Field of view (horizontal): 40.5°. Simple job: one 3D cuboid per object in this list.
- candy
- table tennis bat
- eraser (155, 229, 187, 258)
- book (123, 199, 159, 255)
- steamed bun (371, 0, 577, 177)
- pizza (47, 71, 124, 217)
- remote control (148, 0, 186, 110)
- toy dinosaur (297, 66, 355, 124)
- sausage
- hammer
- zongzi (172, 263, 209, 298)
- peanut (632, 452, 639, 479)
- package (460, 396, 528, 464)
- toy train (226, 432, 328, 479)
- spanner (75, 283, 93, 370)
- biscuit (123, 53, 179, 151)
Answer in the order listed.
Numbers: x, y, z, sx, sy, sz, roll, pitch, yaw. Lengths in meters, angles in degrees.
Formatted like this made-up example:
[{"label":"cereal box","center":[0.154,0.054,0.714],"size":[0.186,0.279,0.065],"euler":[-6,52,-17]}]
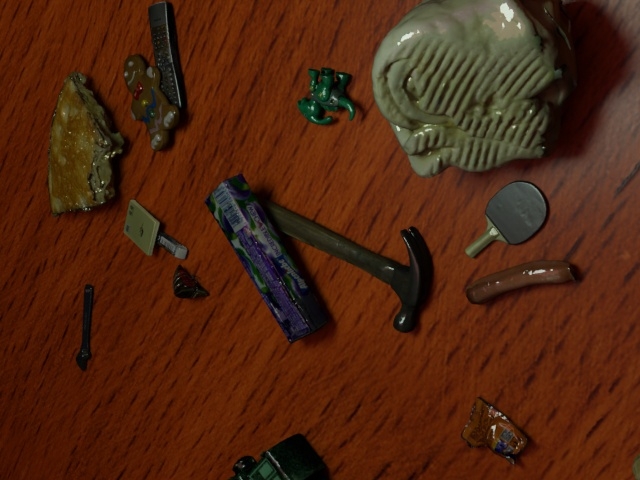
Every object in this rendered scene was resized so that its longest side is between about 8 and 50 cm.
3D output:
[{"label":"candy","center":[-0.097,0.032,1.546],"size":[0.088,0.061,0.312],"euler":[-31,89,51]},{"label":"table tennis bat","center":[0.280,-0.026,1.328],"size":[0.156,0.013,0.087],"euler":[-45,72,32]},{"label":"eraser","center":[-0.308,0.006,1.760],"size":[0.099,0.019,0.027],"euler":[32,116,32]},{"label":"book","center":[-0.369,-0.027,1.789],"size":[0.111,0.014,0.077],"euler":[36,119,41]},{"label":"steamed bun","center":[0.212,-0.250,1.217],"size":[0.280,0.207,0.268],"euler":[-8,133,19]},{"label":"pizza","center":[-0.489,-0.179,1.820],"size":[0.223,0.089,0.324],"euler":[28,115,36]},{"label":"remote control","center":[-0.299,-0.355,1.689],"size":[0.059,0.028,0.212],"euler":[-4,96,33]},{"label":"toy dinosaur","center":[0.012,-0.238,1.469],"size":[0.132,0.059,0.096],"euler":[30,123,38]},{"label":"sausage","center":[0.298,0.062,1.313],"size":[0.176,0.040,0.047],"euler":[-20,85,35]},{"label":"hammer","center":[0.000,0.000,1.518],"size":[0.439,0.044,0.168],"euler":[25,112,31]},{"label":"zongzi","center":[-0.258,0.097,1.726],"size":[0.083,0.073,0.067],"euler":[-118,41,-63]},{"label":"peanut","center":[0.519,0.336,1.176],"size":[0.187,0.082,0.082],"euler":[7,102,34]},{"label":"package","center":[0.274,0.309,1.376],"size":[0.110,0.033,0.077],"euler":[33,125,33]},{"label":"toy train","center":[-0.034,0.509,1.575],"size":[0.330,0.138,0.178],"euler":[48,117,19]},{"label":"spanner","center":[-0.531,0.198,1.960],"size":[0.046,0.012,0.209],"euler":[17,108,34]},{"label":"biscuit","center":[-0.345,-0.281,1.715],"size":[0.138,0.031,0.205],"euler":[-50,60,46]}]
